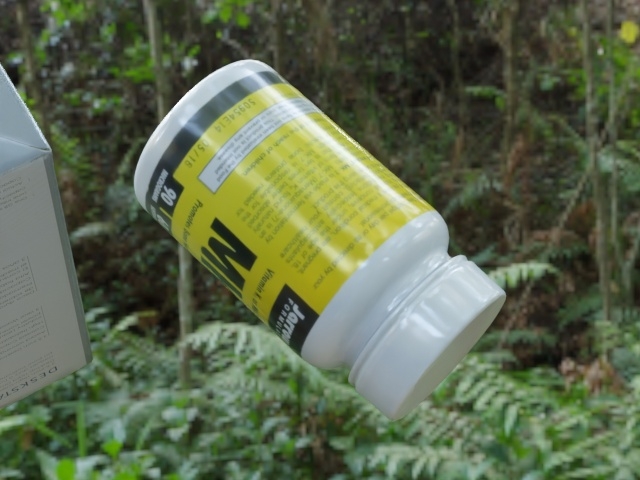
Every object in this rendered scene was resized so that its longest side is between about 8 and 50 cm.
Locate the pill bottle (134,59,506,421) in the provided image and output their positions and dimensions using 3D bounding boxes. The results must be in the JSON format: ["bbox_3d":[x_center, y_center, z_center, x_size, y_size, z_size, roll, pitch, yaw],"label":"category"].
[{"bbox_3d":[0.000,0.000,0.702,0.208,0.119,0.119,42,29,16],"label":"pill bottle"}]

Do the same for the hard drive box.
[{"bbox_3d":[-0.211,0.023,0.548,0.181,0.089,0.232,-27,-21,-19],"label":"hard drive box"}]
